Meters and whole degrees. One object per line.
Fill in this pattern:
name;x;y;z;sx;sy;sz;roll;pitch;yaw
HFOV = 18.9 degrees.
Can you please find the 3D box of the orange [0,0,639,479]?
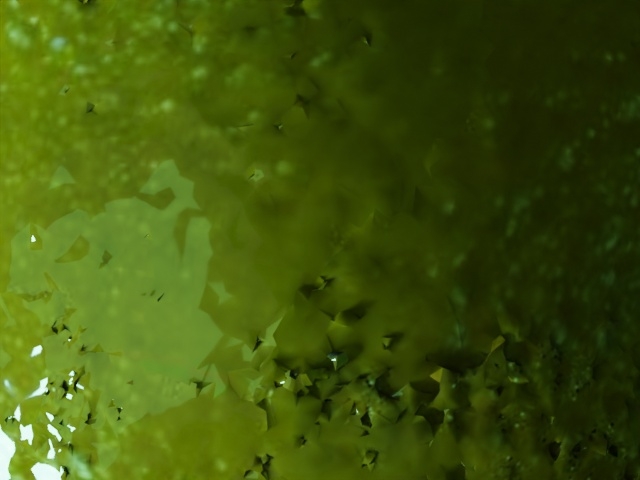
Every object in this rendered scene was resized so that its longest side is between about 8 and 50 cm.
orange;0.000;0.000;0.464;0.274;0.274;0.274;9;106;36
